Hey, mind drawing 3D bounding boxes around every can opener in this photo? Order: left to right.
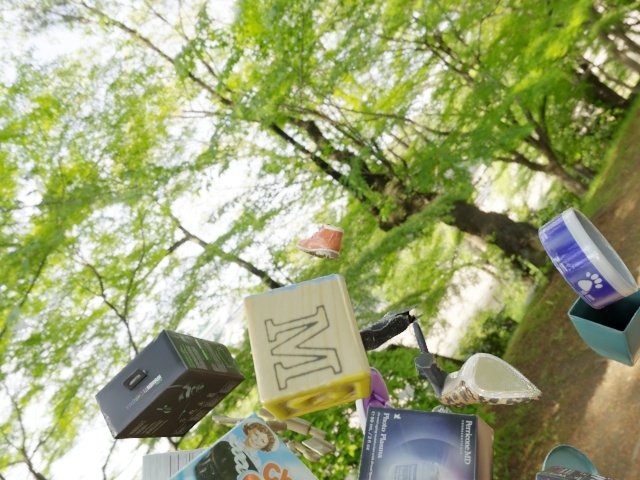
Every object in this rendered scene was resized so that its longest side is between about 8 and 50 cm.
[{"bbox_3d":[0.335,0.356,1.590,0.073,0.185,0.059,-14,-10,1],"label":"can opener"}]

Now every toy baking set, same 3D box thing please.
[{"bbox_3d":[-0.090,0.400,1.035,0.197,0.257,0.030,43,-114,-77],"label":"toy baking set"}]

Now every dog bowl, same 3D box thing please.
[{"bbox_3d":[0.705,0.045,1.292,0.104,0.265,0.265,-40,0,30],"label":"dog bowl"}]

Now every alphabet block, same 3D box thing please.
[{"bbox_3d":[-0.021,0.204,0.917,0.194,0.197,0.192,-15,-30,-1],"label":"alphabet block"}]

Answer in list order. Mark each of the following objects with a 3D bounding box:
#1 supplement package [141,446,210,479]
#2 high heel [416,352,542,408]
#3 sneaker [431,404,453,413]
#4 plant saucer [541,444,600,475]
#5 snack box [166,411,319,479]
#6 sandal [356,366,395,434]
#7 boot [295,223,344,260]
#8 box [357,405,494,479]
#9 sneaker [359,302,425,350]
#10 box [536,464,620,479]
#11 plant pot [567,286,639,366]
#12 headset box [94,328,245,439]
[{"bbox_3d":[-0.423,0.735,1.543,0.139,0.244,0.133,90,173,-69],"label":"supplement package"},{"bbox_3d":[0.346,0.319,1.021,0.261,0.186,0.093,4,50,44],"label":"high heel"},{"bbox_3d":[0.473,0.748,1.712,0.410,0.158,0.181,-85,6,-51],"label":"sneaker"},{"bbox_3d":[0.926,0.924,1.792,0.317,0.318,0.043,-46,0,-39],"label":"plant saucer"},{"bbox_3d":[-0.036,0.382,0.594,0.060,0.322,0.187,-56,-17,23],"label":"snack box"},{"bbox_3d":[0.212,0.594,1.508,0.102,0.415,0.169,-12,-2,34],"label":"sandal"},{"bbox_3d":[0.000,0.000,1.199,0.158,0.059,0.084,5,76,52],"label":"boot"},{"bbox_3d":[0.261,0.587,1.211,0.182,0.294,0.296,47,-134,-47],"label":"box"},{"bbox_3d":[0.155,0.197,1.116,0.170,0.051,0.089,-28,-1,17],"label":"sneaker"},{"bbox_3d":[0.513,0.600,0.972,0.163,0.142,0.247,25,-110,-52],"label":"box"},{"bbox_3d":[0.903,0.264,1.491,0.165,0.234,0.166,-45,32,-17],"label":"plant pot"},{"bbox_3d":[-0.375,0.369,1.231,0.246,0.131,0.283,-44,-29,4],"label":"headset box"}]
